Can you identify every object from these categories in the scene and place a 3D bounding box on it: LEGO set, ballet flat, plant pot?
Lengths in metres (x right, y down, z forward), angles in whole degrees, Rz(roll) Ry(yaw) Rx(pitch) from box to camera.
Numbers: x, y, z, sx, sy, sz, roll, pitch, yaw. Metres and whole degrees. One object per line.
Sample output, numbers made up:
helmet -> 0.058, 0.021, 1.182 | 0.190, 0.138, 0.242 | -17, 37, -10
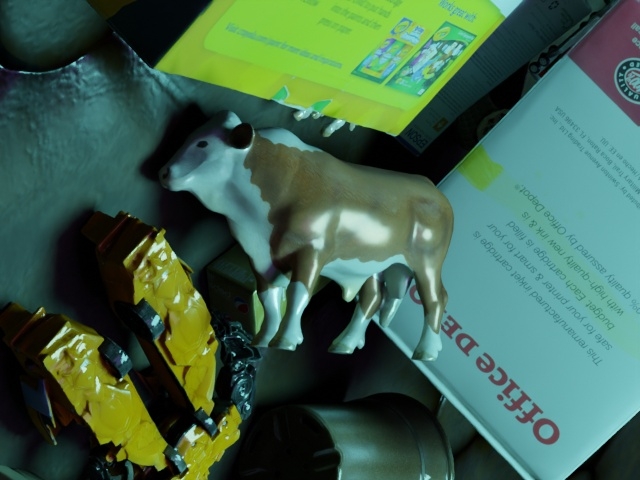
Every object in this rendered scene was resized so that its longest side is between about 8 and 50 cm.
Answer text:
LEGO set -> 0.297, -0.221, 1.744 | 0.182, 0.060, 0.244 | -40, -177, -2
ballet flat -> 0.195, -0.200, 1.730 | 0.084, 0.058, 0.250 | -7, 120, -54
plant pot -> 0.019, 0.227, 1.716 | 0.165, 0.167, 0.167 | 13, 103, -52

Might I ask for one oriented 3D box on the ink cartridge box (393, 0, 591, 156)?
ink cartridge box -> 0.122, -0.196, 1.604 | 0.224, 0.045, 0.223 | -40, 151, 9

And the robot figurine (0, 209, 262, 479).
robot figurine -> -0.149, 0.115, 1.431 | 0.211, 0.085, 0.291 | -49, 147, -22

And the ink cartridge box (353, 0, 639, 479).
ink cartridge box -> 0.260, 0.000, 1.637 | 0.385, 0.279, 0.160 | -45, 172, 15

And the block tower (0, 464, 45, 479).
block tower -> -0.300, 0.345, 1.378 | 0.091, 0.097, 0.335 | 28, 88, -60

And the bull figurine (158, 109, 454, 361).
bull figurine -> 0.000, 0.000, 1.467 | 0.310, 0.101, 0.188 | 8, 85, -42

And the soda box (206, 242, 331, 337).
soda box -> -0.021, 0.011, 1.569 | 0.181, 0.058, 0.061 | -38, 142, -35

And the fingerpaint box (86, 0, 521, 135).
fingerpaint box -> 0.053, -0.272, 1.154 | 0.371, 0.163, 0.445 | -47, 164, 14

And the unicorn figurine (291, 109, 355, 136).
unicorn figurine -> 0.022, -0.141, 1.481 | 0.111, 0.060, 0.162 | -38, 173, 14
